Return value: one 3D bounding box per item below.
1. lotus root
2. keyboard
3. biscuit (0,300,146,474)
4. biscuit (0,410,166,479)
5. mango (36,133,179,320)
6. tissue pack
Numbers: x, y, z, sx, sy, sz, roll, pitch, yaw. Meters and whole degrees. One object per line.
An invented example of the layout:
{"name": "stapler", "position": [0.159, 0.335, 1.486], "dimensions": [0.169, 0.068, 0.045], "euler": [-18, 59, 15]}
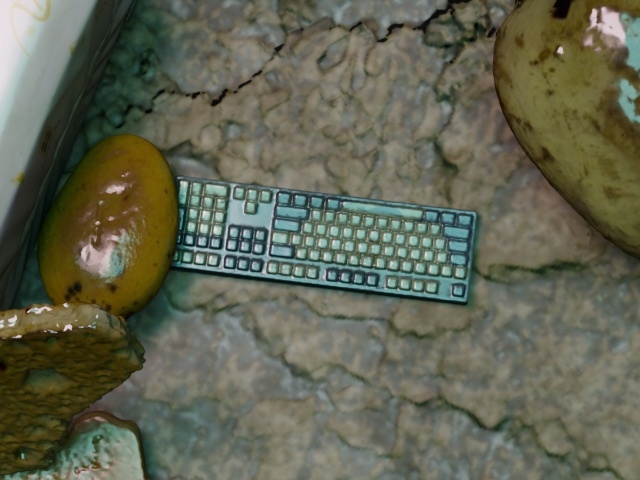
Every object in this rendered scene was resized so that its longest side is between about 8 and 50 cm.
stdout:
{"name": "lotus root", "position": [0.183, -0.063, 0.838], "dimensions": [0.138, 0.138, 0.214], "euler": [-34, 95, -2]}
{"name": "keyboard", "position": [0.000, 0.000, 0.887], "dimensions": [0.176, 0.014, 0.055], "euler": [7, 81, 2]}
{"name": "biscuit", "position": [-0.194, 0.085, 0.810], "dimensions": [0.237, 0.131, 0.026], "euler": [-11, 54, 13]}
{"name": "biscuit", "position": [-0.115, 0.187, 0.860], "dimensions": [0.133, 0.027, 0.184], "euler": [-38, 82, -2]}
{"name": "mango", "position": [-0.117, -0.006, 0.869], "dimensions": [0.079, 0.057, 0.114], "euler": [3, 71, 19]}
{"name": "tissue pack", "position": [-0.227, -0.082, 0.844], "dimensions": [0.185, 0.124, 0.225], "euler": [21, 85, 0]}
